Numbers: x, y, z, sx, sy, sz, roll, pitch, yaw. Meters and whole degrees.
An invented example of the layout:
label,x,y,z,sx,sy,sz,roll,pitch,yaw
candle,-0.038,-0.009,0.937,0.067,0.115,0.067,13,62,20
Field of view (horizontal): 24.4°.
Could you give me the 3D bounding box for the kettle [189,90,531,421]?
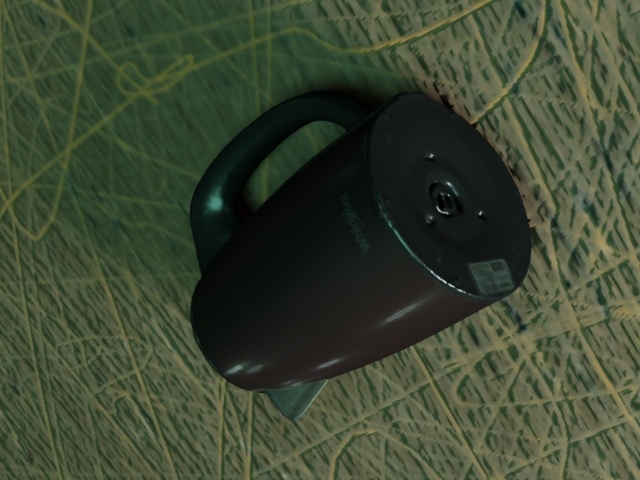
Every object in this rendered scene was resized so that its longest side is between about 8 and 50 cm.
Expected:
label,x,y,z,sx,sy,sz,roll,pitch,yaw
kettle,0.000,0.000,1.011,0.232,0.144,0.202,-33,77,39
